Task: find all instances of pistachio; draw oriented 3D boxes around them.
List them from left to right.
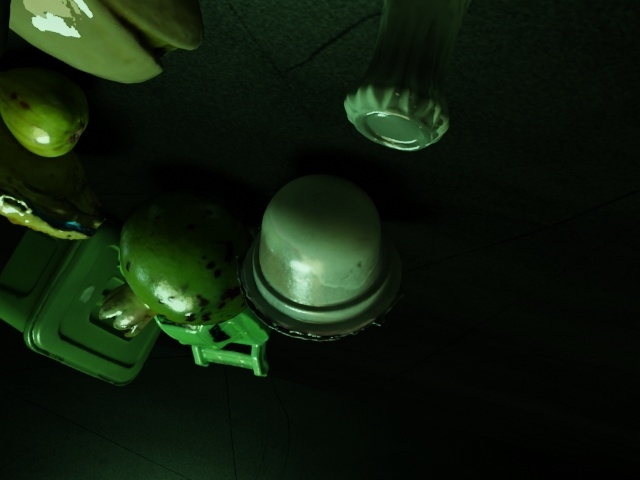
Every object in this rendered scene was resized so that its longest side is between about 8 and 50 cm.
[{"bbox_3d":[-0.163,-0.188,0.553,0.136,0.135,0.226,7,165,25],"label":"pistachio"}]

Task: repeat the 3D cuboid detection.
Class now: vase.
[{"bbox_3d":[0.061,-0.130,0.479,0.081,0.148,0.081,14,163,4],"label":"vase"}]

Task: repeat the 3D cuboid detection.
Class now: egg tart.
[{"bbox_3d":[-0.372,-0.105,0.942,0.291,0.107,0.291,31,-178,-1],"label":"egg tart"}]

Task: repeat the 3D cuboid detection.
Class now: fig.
[{"bbox_3d":[-0.314,-0.170,0.845,0.166,0.093,0.093,55,160,4],"label":"fig"}]

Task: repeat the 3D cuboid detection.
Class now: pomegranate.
[{"bbox_3d":[-0.194,0.041,1.076,0.248,0.202,0.202,-39,139,13],"label":"pomegranate"}]

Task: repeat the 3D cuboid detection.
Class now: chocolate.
[{"bbox_3d":[0.001,-0.008,0.921,0.221,0.221,0.147,12,134,11],"label":"chocolate"}]

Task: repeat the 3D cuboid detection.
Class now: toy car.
[{"bbox_3d":[-0.196,0.098,1.335,0.213,0.176,0.358,7,160,21],"label":"toy car"}]

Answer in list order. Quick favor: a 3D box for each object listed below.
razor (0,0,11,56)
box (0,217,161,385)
[{"bbox_3d":[-0.229,-0.229,0.340,0.204,0.113,0.349,38,148,11],"label":"razor"},{"bbox_3d":[-0.425,0.096,1.436,0.178,0.252,0.328,22,166,26],"label":"box"}]
